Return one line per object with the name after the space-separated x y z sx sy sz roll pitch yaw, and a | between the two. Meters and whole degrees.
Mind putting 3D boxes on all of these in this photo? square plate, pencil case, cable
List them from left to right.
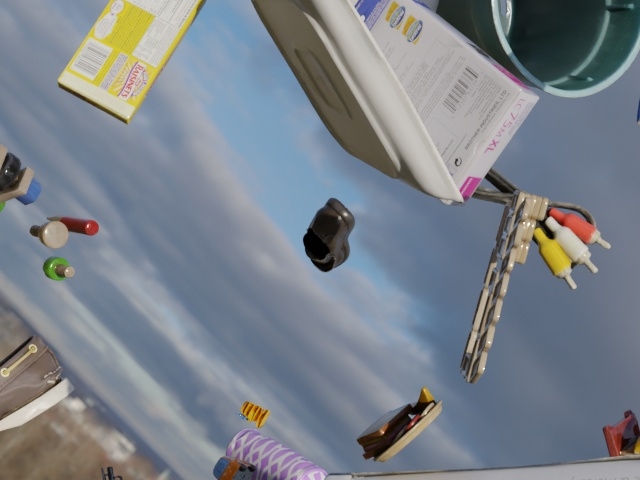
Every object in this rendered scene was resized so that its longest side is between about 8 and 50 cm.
-0.067 0.375 2.122 0.088 0.086 0.206 20 3 -43 | pencil case
0.020 -0.209 1.630 0.347 0.049 0.344 58 -8 -22 | square plate
0.339 -0.057 2.079 0.287 0.139 0.072 44 -23 1 | cable

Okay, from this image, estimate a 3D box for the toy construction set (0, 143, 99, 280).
-0.518 -0.024 1.919 0.309 0.257 0.237 7 1 -36 | toy construction set

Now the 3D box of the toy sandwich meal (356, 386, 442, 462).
0.067 0.155 1.100 0.029 0.085 0.085 48 -11 5 | toy sandwich meal

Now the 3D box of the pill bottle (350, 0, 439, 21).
0.042 -0.415 2.116 0.283 0.160 0.160 24 -17 15 | pill bottle

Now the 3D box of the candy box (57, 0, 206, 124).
-0.241 -0.259 1.678 0.105 0.206 0.027 29 -18 0 | candy box

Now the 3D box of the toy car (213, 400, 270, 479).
-0.085 0.224 1.441 0.040 0.122 0.060 30 17 20 | toy car

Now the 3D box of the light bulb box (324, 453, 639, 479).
0.211 0.367 1.109 0.358 0.225 0.361 -9 -41 30 | light bulb box

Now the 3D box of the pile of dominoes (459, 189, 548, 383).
0.232 0.063 1.633 0.040 0.251 0.196 15 4 1 | pile of dominoes

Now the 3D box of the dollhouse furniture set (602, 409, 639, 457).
0.580 0.297 1.936 0.374 0.201 0.152 -13 89 -61 | dollhouse furniture set

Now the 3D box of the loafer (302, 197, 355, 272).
0.000 0.000 2.190 0.080 0.078 0.220 45 -20 15 | loafer

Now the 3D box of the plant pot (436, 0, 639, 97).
0.341 -0.420 2.299 0.341 0.341 0.334 49 -19 -23 | plant pot

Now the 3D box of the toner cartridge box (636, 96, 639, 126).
0.572 -0.238 1.637 0.075 0.165 0.348 36 -34 -31 | toner cartridge box

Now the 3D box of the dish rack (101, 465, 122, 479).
-0.251 0.417 1.551 0.271 0.074 0.208 -107 -166 -46 | dish rack

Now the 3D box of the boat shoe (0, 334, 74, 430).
-0.486 0.239 1.711 0.097 0.324 0.116 61 -23 -3 | boat shoe

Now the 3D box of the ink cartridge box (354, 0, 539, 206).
0.136 -0.211 1.794 0.311 0.186 0.065 45 22 30 | ink cartridge box
